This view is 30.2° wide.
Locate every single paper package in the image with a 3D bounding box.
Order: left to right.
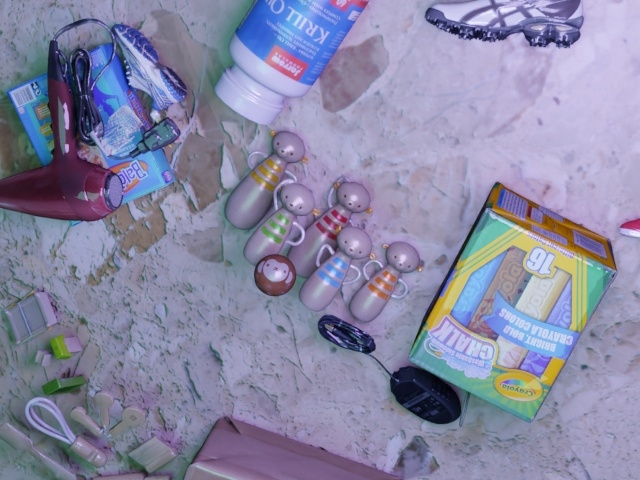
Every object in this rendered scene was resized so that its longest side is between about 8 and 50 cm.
[{"bbox_3d":[-0.069,0.462,1.694,0.309,0.168,0.325,18,106,5],"label":"paper package"}]

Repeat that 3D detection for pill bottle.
[{"bbox_3d":[-0.041,-0.262,1.523,0.124,0.124,0.221,35,108,1],"label":"pill bottle"}]

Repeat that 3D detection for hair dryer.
[{"bbox_3d":[-0.338,-0.133,1.608,0.293,0.080,0.223,-41,78,12],"label":"hair dryer"}]

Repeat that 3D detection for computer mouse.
[{"bbox_3d":[0.098,0.172,1.632,0.242,0.041,0.071,39,142,-13],"label":"computer mouse"}]

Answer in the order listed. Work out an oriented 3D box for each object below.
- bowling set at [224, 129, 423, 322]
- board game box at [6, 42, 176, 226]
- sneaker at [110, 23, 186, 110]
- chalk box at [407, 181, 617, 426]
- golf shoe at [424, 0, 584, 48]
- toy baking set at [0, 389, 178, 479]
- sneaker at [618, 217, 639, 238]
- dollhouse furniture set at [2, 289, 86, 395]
[{"bbox_3d":[0.000,0.000,1.550,0.287,0.200,0.154,36,107,-3],"label":"bowling set"},{"bbox_3d":[-0.318,-0.145,1.650,0.160,0.047,0.210,-21,99,15],"label":"board game box"},{"bbox_3d":[-0.246,-0.232,1.612,0.058,0.052,0.135,-37,94,22],"label":"sneaker"},{"bbox_3d":[0.232,0.101,1.532,0.179,0.180,0.289,28,107,3],"label":"chalk box"},{"bbox_3d":[0.232,-0.296,1.493,0.198,0.077,0.094,5,94,3],"label":"golf shoe"},{"bbox_3d":[-0.339,0.302,1.755,0.256,0.030,0.197,-11,118,15],"label":"toy baking set"},{"bbox_3d":[0.443,-0.039,1.524,0.118,0.042,0.067,-4,107,5],"label":"sneaker"},{"bbox_3d":[-0.401,0.151,1.757,0.076,0.058,0.152,-30,78,24],"label":"dollhouse furniture set"}]
